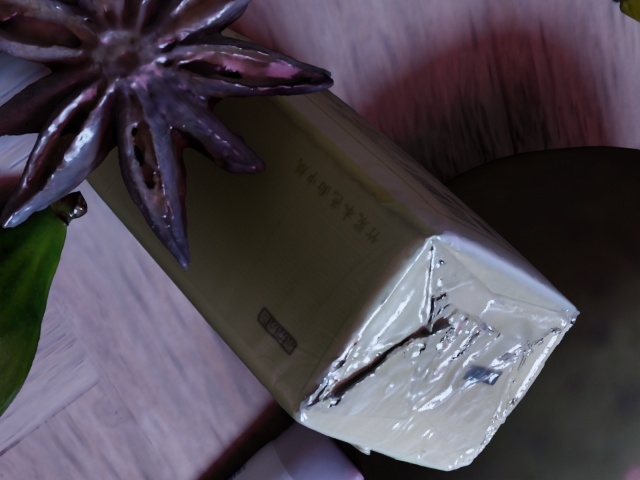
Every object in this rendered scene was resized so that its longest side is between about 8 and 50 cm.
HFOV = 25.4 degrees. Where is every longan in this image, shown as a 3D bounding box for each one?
[{"bbox_3d":[0.179,0.105,0.965,0.361,0.361,0.361,-25,137,-26],"label":"longan"}]

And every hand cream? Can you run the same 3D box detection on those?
[{"bbox_3d":[-0.065,0.228,1.032,0.248,0.083,0.133,-46,131,9],"label":"hand cream"}]

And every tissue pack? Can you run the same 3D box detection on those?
[{"bbox_3d":[0.000,0.000,0.755,0.125,0.234,0.159,-54,142,10],"label":"tissue pack"}]

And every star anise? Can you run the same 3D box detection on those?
[{"bbox_3d":[-0.096,-0.082,0.679,0.065,0.195,0.182,164,-53,-82],"label":"star anise"}]

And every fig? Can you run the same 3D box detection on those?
[{"bbox_3d":[-0.188,0.035,0.730,0.177,0.117,0.117,-47,149,-38],"label":"fig"}]

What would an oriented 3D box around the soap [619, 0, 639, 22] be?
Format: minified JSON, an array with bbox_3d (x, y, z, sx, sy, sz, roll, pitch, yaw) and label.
[{"bbox_3d":[0.272,-0.251,0.920,0.160,0.080,0.257,-1,123,-43],"label":"soap"}]
